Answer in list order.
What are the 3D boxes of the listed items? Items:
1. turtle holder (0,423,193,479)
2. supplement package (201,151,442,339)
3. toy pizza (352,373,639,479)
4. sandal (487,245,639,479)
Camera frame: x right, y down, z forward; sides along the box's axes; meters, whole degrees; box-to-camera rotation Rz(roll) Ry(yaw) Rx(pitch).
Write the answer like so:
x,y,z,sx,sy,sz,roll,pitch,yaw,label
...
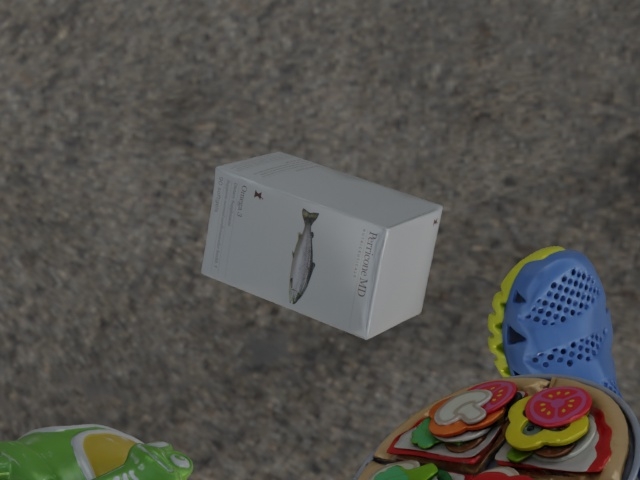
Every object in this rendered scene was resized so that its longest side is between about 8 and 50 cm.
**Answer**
x,y,z,sx,sy,sz,roll,pitch,yaw,label
-0.284,0.308,1.553,0.227,0.243,0.320,-16,137,-38,turtle holder
0.000,0.000,1.171,0.105,0.179,0.105,-19,123,-56,supplement package
0.102,0.142,0.841,0.201,0.201,0.032,-32,115,-14,toy pizza
0.244,0.154,1.221,0.126,0.138,0.317,-24,114,-21,sandal
